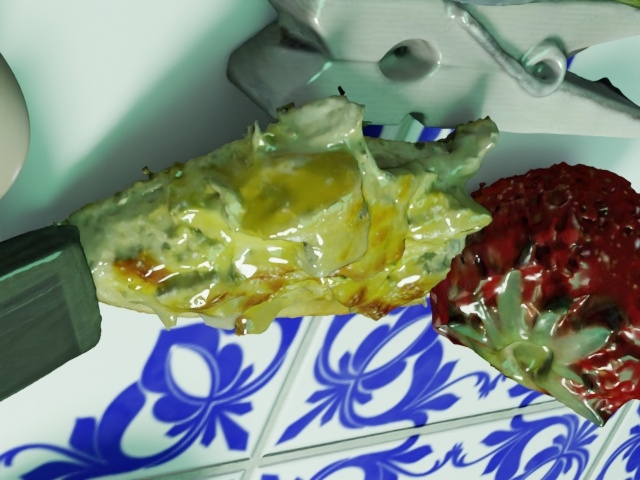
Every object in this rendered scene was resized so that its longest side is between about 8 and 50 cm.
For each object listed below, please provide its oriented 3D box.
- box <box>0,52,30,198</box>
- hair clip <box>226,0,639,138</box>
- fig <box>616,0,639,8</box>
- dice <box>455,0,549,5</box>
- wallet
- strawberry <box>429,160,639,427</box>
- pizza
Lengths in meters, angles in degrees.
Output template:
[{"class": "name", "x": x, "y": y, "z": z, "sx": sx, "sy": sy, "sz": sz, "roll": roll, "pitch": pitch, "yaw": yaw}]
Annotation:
[{"class": "box", "x": -0.225, "y": -0.062, "z": 0.741, "sx": 0.146, "sy": 0.088, "sz": 0.200, "roll": -46, "pitch": 146, "yaw": 0}, {"class": "hair clip", "x": 0.096, "y": -0.123, "z": 1.007, "sx": 0.331, "sy": 0.085, "sz": 0.101, "roll": -2, "pitch": 125, "yaw": -36}, {"class": "fig", "x": 0.205, "y": -0.227, "z": 0.983, "sx": 0.123, "sy": 0.123, "sz": 0.156, "roll": 11, "pitch": 111, "yaw": -49}, {"class": "dice", "x": 0.085, "y": -0.236, "z": 0.800, "sx": 0.183, "sy": 0.182, "sz": 0.181, "roll": -15, "pitch": 133, "yaw": -37}, {"class": "wallet", "x": -0.234, "y": 0.076, "z": 0.853, "sx": 0.245, "sy": 0.052, "sz": 0.168, "roll": -23, "pitch": 155, "yaw": -12}, {"class": "strawberry", "x": 0.182, "y": 0.021, "z": 1.169, "sx": 0.201, "sy": 0.187, "sz": 0.184, "roll": -55, "pitch": 129, "yaw": -36}, {"class": "pizza", "x": 0.000, "y": 0.000, "z": 0.972, "sx": 0.323, "sy": 0.089, "sz": 0.223, "roll": 5, "pitch": 150, "yaw": -46}]
